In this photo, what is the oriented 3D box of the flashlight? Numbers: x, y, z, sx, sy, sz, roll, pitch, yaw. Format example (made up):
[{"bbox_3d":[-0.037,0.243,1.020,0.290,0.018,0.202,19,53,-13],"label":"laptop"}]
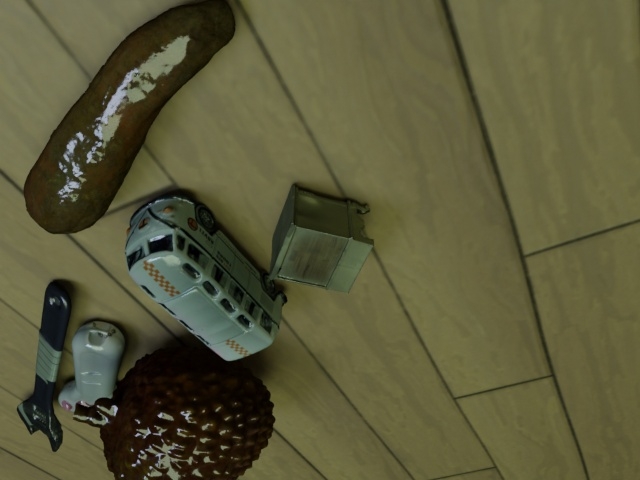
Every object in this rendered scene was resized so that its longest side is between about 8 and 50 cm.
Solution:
[{"bbox_3d":[-0.294,0.179,0.705,0.093,0.048,0.200,14,131,-12],"label":"flashlight"}]

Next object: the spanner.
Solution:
[{"bbox_3d":[-0.347,0.172,0.690,0.087,0.024,0.316,42,127,18],"label":"spanner"}]

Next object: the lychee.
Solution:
[{"bbox_3d":[-0.172,0.219,0.650,0.238,0.200,0.200,12,132,-29],"label":"lychee"}]

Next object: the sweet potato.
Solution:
[{"bbox_3d":[-0.171,-0.096,0.445,0.075,0.075,0.273,32,120,-27],"label":"sweet potato"}]

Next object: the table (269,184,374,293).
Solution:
[{"bbox_3d":[0.000,0.000,0.534,0.083,0.062,0.079,14,131,-13],"label":"table"}]

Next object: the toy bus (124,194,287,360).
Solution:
[{"bbox_3d":[-0.119,0.045,0.557,0.087,0.089,0.194,-23,128,19],"label":"toy bus"}]
